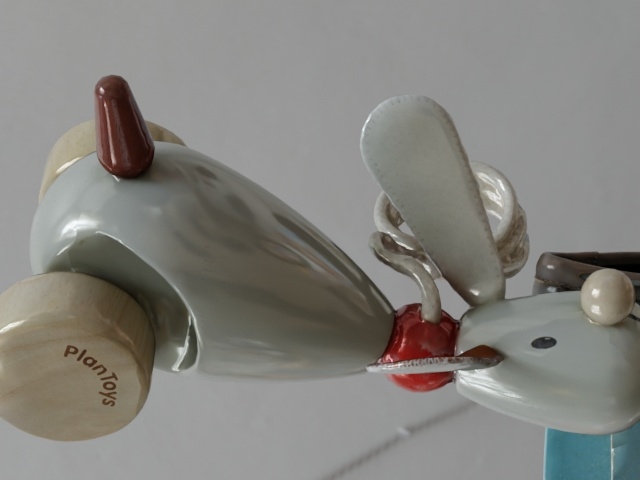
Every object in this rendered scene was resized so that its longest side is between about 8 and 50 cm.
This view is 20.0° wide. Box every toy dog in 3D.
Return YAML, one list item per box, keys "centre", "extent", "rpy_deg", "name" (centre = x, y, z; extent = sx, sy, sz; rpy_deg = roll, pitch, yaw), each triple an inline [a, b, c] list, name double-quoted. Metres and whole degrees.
- centre: [0.000, 0.000, 0.864]
  extent: [0.333, 0.220, 0.161]
  rpy_deg: [-6, -43, -19]
  name: "toy dog"

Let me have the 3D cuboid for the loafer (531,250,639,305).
- centre: [0.243, 0.024, 0.988]
  extent: [0.267, 0.096, 0.084]
  rpy_deg: [-12, -82, -12]
  name: "loafer"

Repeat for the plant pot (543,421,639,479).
- centre: [0.265, 0.173, 1.219]
  extent: [0.195, 0.290, 0.290]
  rpy_deg: [2, -77, -1]
  name: "plant pot"
